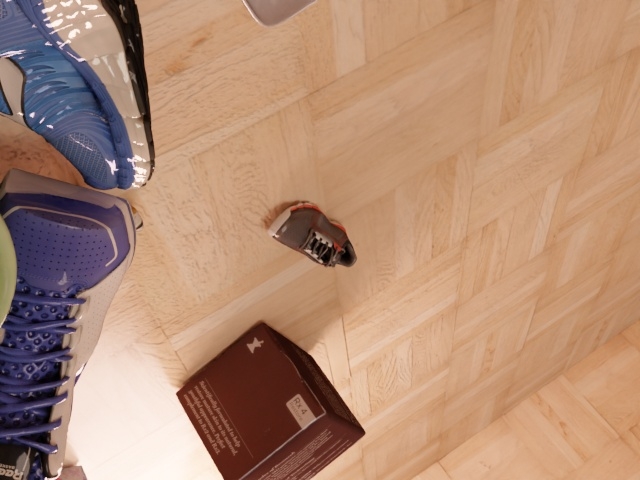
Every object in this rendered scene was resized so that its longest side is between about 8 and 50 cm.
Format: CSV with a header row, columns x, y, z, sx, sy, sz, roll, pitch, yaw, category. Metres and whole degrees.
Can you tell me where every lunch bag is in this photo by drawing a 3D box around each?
x,y,z,sx,sy,sz,roll,pitch,yaw,category
-0.350,0.356,1.025,0.071,0.083,0.053,7,127,-52,lunch bag

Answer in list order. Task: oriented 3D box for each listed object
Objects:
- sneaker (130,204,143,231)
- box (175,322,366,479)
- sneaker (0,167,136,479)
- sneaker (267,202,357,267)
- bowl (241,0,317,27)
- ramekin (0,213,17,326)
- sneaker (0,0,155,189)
x,y,z,sx,sy,sz,roll,pitch,yaw,category
-0.211,0.001,0.745,0.083,0.032,0.037,-35,150,-5,sneaker
-0.067,0.256,1.109,0.167,0.168,0.203,-39,150,2,box
-0.246,0.107,0.649,0.128,0.182,0.315,13,134,-23,sneaker
0.000,0.000,0.938,0.061,0.065,0.158,-49,149,18,sneaker
-0.023,-0.254,0.581,0.142,0.053,0.142,-36,150,-2,bowl
-0.367,0.008,0.470,0.304,0.148,0.303,-28,148,-19,ramekin
-0.201,-0.137,0.507,0.147,0.129,0.330,-10,153,-2,sneaker
